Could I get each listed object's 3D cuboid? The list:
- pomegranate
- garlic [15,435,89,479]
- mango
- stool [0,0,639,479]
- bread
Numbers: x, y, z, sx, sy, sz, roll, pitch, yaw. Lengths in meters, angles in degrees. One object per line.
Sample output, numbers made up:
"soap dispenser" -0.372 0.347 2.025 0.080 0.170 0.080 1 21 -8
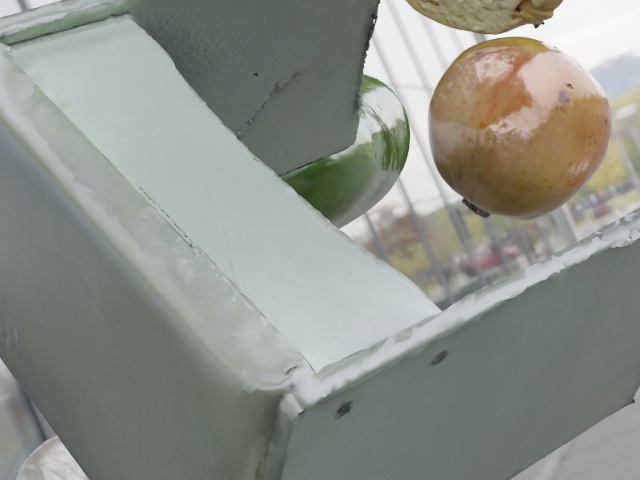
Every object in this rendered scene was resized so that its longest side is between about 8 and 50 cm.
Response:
"pomegranate" 0.197 -0.112 1.336 0.191 0.191 0.191 -23 -3 -1
"garlic" -0.110 0.221 0.882 0.219 0.218 0.212 -22 11 -32
"mango" -0.008 -0.053 0.956 0.156 0.114 0.251 -22 13 8
"stool" 0.000 0.000 0.620 0.270 0.243 0.170 -23 -36 -32
"bread" 0.199 -0.349 1.547 0.184 0.211 0.224 -32 23 38
